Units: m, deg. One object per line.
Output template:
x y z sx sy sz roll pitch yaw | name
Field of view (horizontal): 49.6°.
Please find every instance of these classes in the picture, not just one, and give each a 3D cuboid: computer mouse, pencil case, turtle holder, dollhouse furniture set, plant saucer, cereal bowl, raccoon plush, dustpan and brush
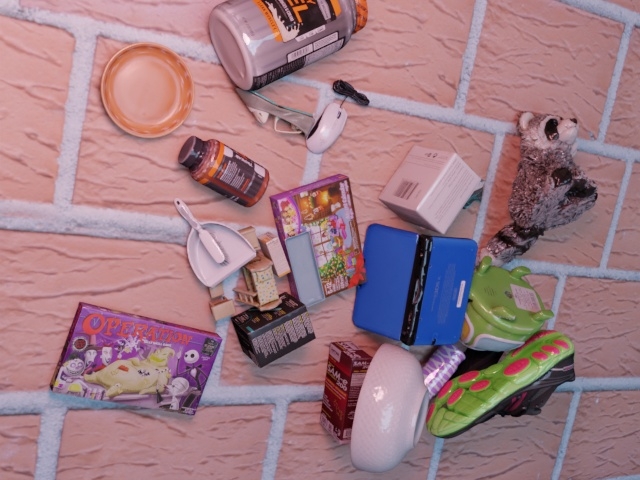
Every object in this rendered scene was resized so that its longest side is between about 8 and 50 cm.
0.037 -0.296 1.697 0.106 0.042 0.193 33 87 -32 | computer mouse
0.334 0.389 2.018 0.206 0.086 0.088 -46 154 -8 | pencil case
0.466 0.207 1.947 0.320 0.243 0.227 -11 146 -39 | turtle holder
-0.196 0.085 1.641 0.161 0.101 0.182 -21 112 -22 | dollhouse furniture set
-0.039 0.072 1.704 0.067 0.018 0.192 -20 113 -19 | plant saucer
0.199 0.450 1.824 0.339 0.141 0.339 12 90 -71 | cereal bowl
-0.369 -0.320 1.478 0.200 0.037 0.200 -8 108 -26 | plant saucer
0.567 -0.167 1.981 0.446 0.299 0.216 -37 140 21 | raccoon plush
-0.266 -0.011 1.596 0.147 0.060 0.211 -36 87 7 | dustpan and brush

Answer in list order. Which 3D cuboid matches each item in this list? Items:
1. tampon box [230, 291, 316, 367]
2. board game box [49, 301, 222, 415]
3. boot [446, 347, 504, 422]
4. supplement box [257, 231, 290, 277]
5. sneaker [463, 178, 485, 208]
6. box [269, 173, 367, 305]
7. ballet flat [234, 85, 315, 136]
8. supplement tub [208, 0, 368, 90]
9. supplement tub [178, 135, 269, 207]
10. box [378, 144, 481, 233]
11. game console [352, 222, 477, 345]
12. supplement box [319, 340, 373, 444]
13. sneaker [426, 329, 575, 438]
-0.116 0.217 1.708 0.161 0.120 0.101 -25 113 -20 | tampon box
-0.420 0.281 1.609 0.347 0.056 0.208 18 90 -30 | board game box
0.508 0.421 2.109 0.246 0.094 0.207 -42 115 -4 | boot
-0.114 0.034 1.694 0.036 0.062 0.098 -27 115 -19 | supplement box
0.391 -0.119 1.925 0.166 0.065 0.076 -17 115 -22 | sneaker
0.000 0.000 1.748 0.201 0.057 0.293 -20 112 -21 | box
-0.109 -0.293 1.605 0.213 0.072 0.068 17 99 -31 | ballet flat
-0.066 -0.472 1.509 0.316 0.193 0.193 -31 116 -19 | supplement tub
-0.219 -0.160 1.561 0.198 0.106 0.106 29 89 -31 | supplement tub
0.280 -0.134 1.790 0.119 0.181 0.182 38 84 -31 | box
0.250 0.115 1.841 0.250 0.173 0.293 3 103 -27 | game console
0.069 0.405 1.852 0.073 0.130 0.239 2 102 -27 | supplement box
0.529 0.448 1.975 0.483 0.185 0.202 -28 111 0 | sneaker
